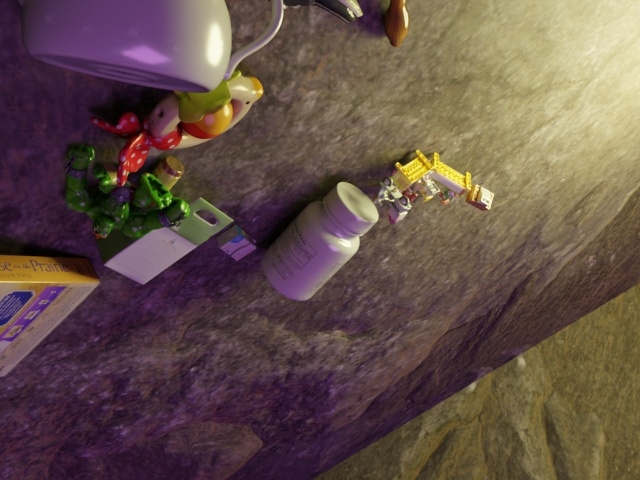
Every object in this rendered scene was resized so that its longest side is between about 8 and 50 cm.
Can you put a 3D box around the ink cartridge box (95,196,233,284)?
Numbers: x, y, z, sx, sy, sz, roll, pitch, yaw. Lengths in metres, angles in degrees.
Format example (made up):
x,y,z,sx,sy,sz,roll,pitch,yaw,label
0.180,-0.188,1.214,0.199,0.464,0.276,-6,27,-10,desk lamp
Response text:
x,y,z,sx,sy,sz,roll,pitch,yaw,label
-0.269,-0.017,1.333,0.209,0.062,0.109,-34,147,11,ink cartridge box

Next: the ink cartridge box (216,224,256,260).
x,y,z,sx,sy,sz,roll,pitch,yaw,label
-0.157,0.008,1.478,0.048,0.028,0.083,-33,147,10,ink cartridge box

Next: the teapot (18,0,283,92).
x,y,z,sx,sy,sz,roll,pitch,yaw,label
-0.209,-0.282,0.890,0.256,0.252,0.187,2,99,-67,teapot

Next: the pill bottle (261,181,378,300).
x,y,z,sx,sy,sz,roll,pitch,yaw,label
0.000,0.000,1.482,0.131,0.131,0.229,12,132,-44,pill bottle

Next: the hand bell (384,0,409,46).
x,y,z,sx,sy,sz,roll,pitch,yaw,label
0.114,-0.357,1.110,0.126,0.126,0.242,-24,159,-4,hand bell

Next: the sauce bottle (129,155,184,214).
x,y,z,sx,sy,sz,roll,pitch,yaw,label
-0.273,-0.083,1.257,0.042,0.042,0.128,17,126,-47,sauce bottle

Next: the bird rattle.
x,y,z,sx,sy,sz,roll,pitch,yaw,label
-0.190,-0.176,1.117,0.207,0.143,0.253,-10,151,-52,bird rattle

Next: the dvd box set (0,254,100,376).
x,y,z,sx,sy,sz,roll,pitch,yaw,label
-0.601,0.133,1.218,0.307,0.062,0.420,-41,159,21,dvd box set

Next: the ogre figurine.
x,y,z,sx,sy,sz,roll,pitch,yaw,label
-0.314,-0.063,1.203,0.197,0.097,0.118,13,138,-37,ogre figurine

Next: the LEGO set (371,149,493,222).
x,y,z,sx,sy,sz,roll,pitch,yaw,label
0.203,-0.093,1.512,0.287,0.132,0.107,-4,150,-41,LEGO set

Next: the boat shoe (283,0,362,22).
x,y,z,sx,sy,sz,roll,pitch,yaw,label
-0.039,-0.347,1.017,0.233,0.084,0.079,19,130,-41,boat shoe
